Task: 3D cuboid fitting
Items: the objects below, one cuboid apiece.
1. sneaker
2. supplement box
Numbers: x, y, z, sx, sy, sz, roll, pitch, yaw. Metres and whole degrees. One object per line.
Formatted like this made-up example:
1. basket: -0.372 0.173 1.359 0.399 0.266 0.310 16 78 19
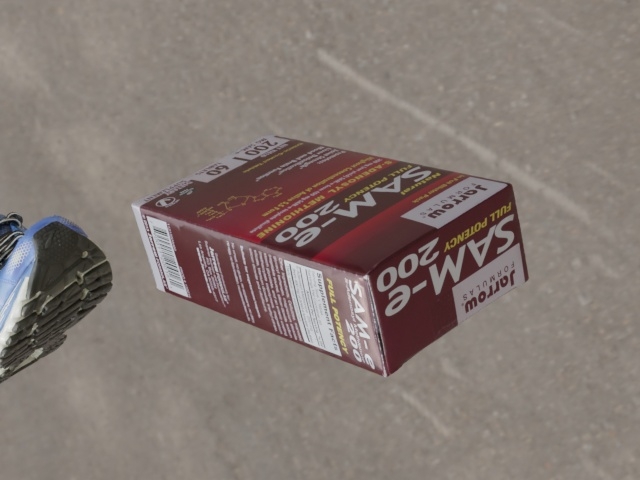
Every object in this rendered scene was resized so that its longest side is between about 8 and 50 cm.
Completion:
1. sneaker: -0.306 0.041 1.259 0.147 0.129 0.330 55 148 1
2. supplement box: 0.000 0.000 0.850 0.239 0.130 0.073 16 128 47
